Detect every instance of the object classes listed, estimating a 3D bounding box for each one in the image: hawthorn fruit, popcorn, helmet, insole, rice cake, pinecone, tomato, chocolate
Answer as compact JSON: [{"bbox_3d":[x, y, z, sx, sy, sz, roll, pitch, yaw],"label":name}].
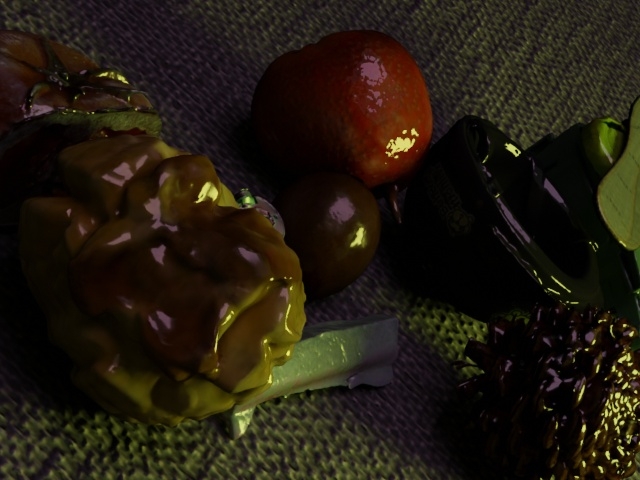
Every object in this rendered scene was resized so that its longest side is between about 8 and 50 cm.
[{"bbox_3d":[0.038,-0.116,2.037,0.196,0.196,0.225,-15,73,-54],"label":"hawthorn fruit"},{"bbox_3d":[-0.150,0.024,1.656,0.265,0.225,0.332,44,8,-22],"label":"popcorn"},{"bbox_3d":[0.189,0.004,2.087,0.230,0.160,0.279,27,36,-47],"label":"helmet"},{"bbox_3d":[0.383,-0.087,2.194,0.119,0.009,0.348,53,34,-8],"label":"insole"},{"bbox_3d":[-0.015,0.126,1.834,0.290,0.051,0.081,-14,96,-53],"label":"rice cake"},{"bbox_3d":[0.243,0.160,1.932,0.221,0.221,0.221,29,35,-22],"label":"pinecone"},{"bbox_3d":[-0.274,-0.116,1.705,0.155,0.181,0.214,50,28,23],"label":"tomato"},{"bbox_3d":[0.000,0.000,1.957,0.124,0.127,0.133,7,53,-1],"label":"chocolate"}]

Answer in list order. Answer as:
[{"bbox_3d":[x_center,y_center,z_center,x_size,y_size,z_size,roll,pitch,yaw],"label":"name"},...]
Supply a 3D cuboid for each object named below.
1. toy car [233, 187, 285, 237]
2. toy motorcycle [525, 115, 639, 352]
[{"bbox_3d":[-0.102,-0.006,1.878,0.142,0.055,0.069,-12,60,-37],"label":"toy car"},{"bbox_3d":[0.354,0.029,2.242,0.200,0.191,0.326,8,56,-47],"label":"toy motorcycle"}]
